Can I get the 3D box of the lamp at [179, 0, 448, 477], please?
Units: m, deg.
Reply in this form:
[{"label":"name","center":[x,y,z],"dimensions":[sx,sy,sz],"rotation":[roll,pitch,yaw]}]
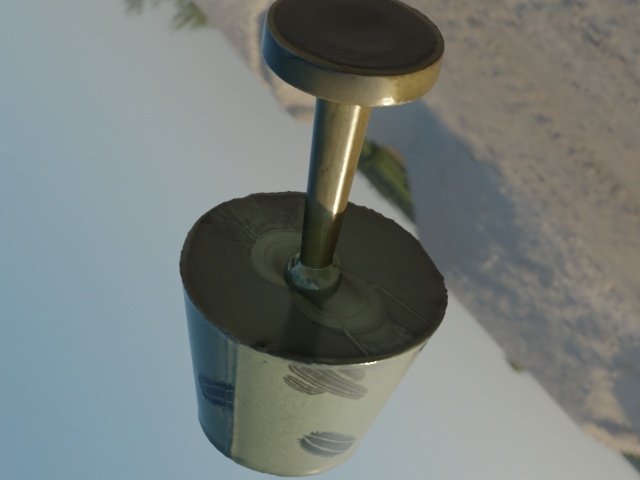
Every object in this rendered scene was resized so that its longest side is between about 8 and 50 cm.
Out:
[{"label":"lamp","center":[0.000,0.000,0.638],"dimensions":[0.121,0.121,0.214],"rotation":[50,141,42]}]
